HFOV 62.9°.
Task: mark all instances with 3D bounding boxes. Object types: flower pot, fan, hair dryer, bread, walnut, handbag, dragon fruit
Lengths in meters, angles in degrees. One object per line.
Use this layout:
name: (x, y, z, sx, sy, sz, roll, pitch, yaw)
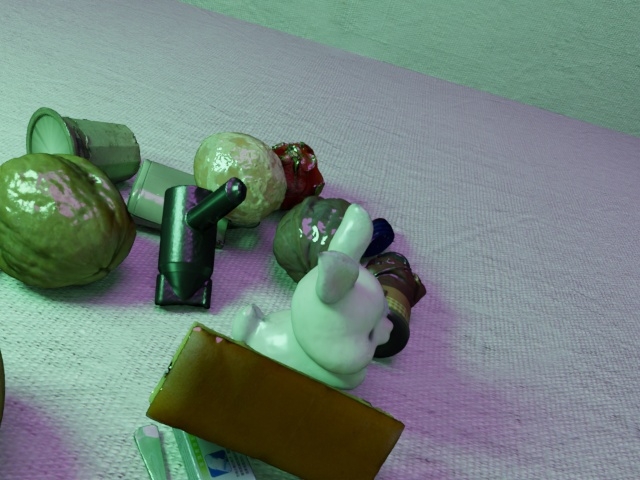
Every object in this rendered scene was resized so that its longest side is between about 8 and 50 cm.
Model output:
flower pot: (-0.561, -0.215, 1.257, 0.212, 0.212, 0.202, 34, 31, 23)
fan: (-0.234, 0.353, 0.759, 0.038, 0.016, 0.193, -9, 41, -28)
hair dryer: (-0.222, -0.006, 0.997, 0.116, 0.302, 0.244, 9, 70, -30)
bread: (-0.058, 0.255, 0.772, 0.361, 0.138, 0.077, 30, -6, -17)
walnut: (0.000, 0.000, 1.182, 0.224, 0.224, 0.224, 11, 35, -8)
handbag: (-0.307, -0.076, 1.288, 0.315, 0.109, 0.241, 20, 34, -19)
walnut: (-0.503, -0.035, 1.003, 0.283, 0.227, 0.283, 0, 76, 2)
dragon fruit: (-0.082, -0.191, 1.405, 0.198, 0.200, 0.269, 18, 34, -5)

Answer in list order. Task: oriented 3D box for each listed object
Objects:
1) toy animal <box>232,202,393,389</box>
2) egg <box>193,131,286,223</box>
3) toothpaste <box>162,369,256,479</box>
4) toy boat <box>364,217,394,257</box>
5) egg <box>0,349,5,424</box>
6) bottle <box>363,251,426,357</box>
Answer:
toy animal: (-0.004, 0.122, 0.881, 0.241, 0.367, 0.196, 28, 38, -4)
egg: (-0.190, -0.148, 1.211, 0.245, 0.203, 0.203, 42, 42, 20)
toothpaste: (-0.156, 0.333, 0.774, 0.081, 0.067, 0.336, -6, 41, -31)
toy boat: (0.075, -0.049, 1.411, 0.219, 0.072, 0.318, -4, 30, -22)
egg: (-0.553, 0.176, 0.622, 0.301, 0.301, 0.374, -17, 49, -38)
bottle: (0.146, 0.117, 1.128, 0.156, 0.143, 0.271, 20, 34, 5)
